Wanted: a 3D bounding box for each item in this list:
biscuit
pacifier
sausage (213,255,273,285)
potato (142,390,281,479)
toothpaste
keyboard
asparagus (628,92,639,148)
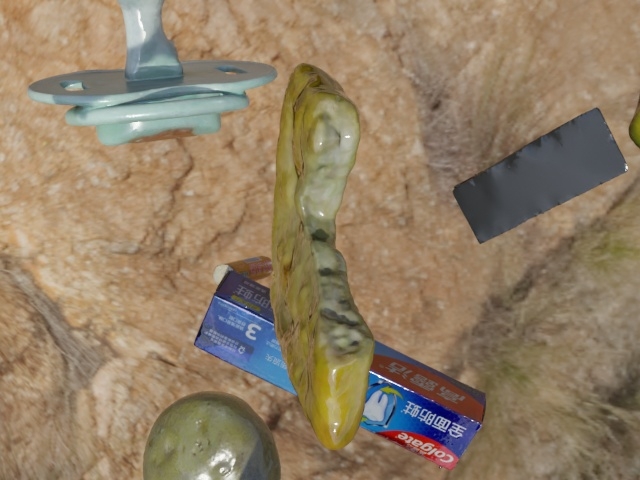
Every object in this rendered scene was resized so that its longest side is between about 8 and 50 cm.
[{"bbox_3d":[0.000,0.000,0.569,0.039,0.174,0.183,1,109,-11],"label":"biscuit"},{"bbox_3d":[-0.225,-0.263,1.331,0.343,0.288,0.269,-13,112,-22],"label":"pacifier"},{"bbox_3d":[-0.085,0.036,1.169,0.107,0.031,0.031,-12,95,-61],"label":"sausage"},{"bbox_3d":[-0.145,0.300,1.286,0.160,0.235,0.178,-6,48,-45],"label":"potato"},{"bbox_3d":[0.022,0.142,1.086,0.320,0.066,0.076,26,118,0],"label":"toothpaste"},{"bbox_3d":[0.229,-0.065,1.049,0.015,0.196,0.074,-26,86,-49],"label":"keyboard"},{"bbox_3d":[0.343,-0.163,0.633,0.085,0.343,0.082,18,40,-49],"label":"asparagus"}]
